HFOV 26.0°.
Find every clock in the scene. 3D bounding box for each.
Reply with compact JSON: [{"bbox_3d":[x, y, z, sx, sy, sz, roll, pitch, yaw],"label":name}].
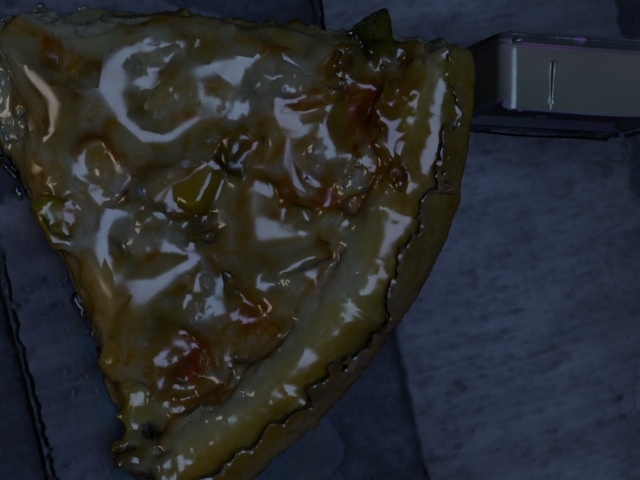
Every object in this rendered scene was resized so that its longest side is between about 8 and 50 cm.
[{"bbox_3d":[0.218,-0.134,1.231,0.192,0.147,0.071,1,86,-18],"label":"clock"}]

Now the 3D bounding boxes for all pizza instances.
[{"bbox_3d":[-0.043,-0.033,1.115,0.391,0.080,0.435,-23,96,1],"label":"pizza"}]
